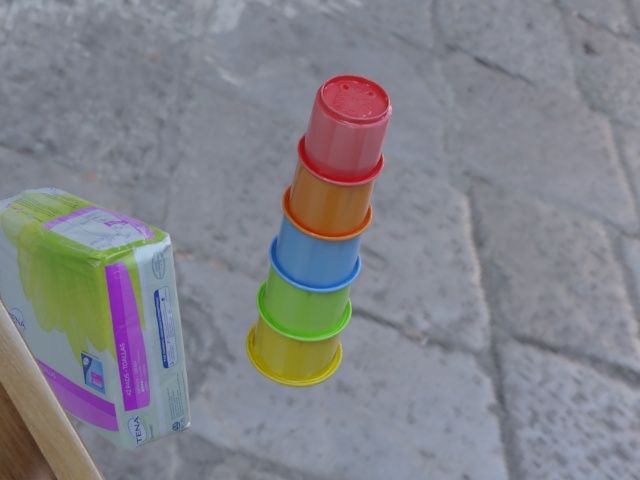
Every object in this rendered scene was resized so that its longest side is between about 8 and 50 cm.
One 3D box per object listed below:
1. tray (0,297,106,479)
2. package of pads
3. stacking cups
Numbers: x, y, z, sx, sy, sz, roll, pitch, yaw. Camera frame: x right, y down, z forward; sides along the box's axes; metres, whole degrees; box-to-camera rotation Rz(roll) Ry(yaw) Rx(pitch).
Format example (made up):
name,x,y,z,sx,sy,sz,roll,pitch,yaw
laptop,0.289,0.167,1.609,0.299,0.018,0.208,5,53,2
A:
name,x,y,z,sx,sy,sz,roll,pitch,yaw
tray,-0.254,-0.029,0.459,0.202,0.076,0.411,-30,92,-12
package of pads,-0.261,0.072,1.494,0.101,0.229,0.296,-17,21,-33
stacking cups,0.000,0.000,1.193,0.096,0.316,0.096,7,47,-7
